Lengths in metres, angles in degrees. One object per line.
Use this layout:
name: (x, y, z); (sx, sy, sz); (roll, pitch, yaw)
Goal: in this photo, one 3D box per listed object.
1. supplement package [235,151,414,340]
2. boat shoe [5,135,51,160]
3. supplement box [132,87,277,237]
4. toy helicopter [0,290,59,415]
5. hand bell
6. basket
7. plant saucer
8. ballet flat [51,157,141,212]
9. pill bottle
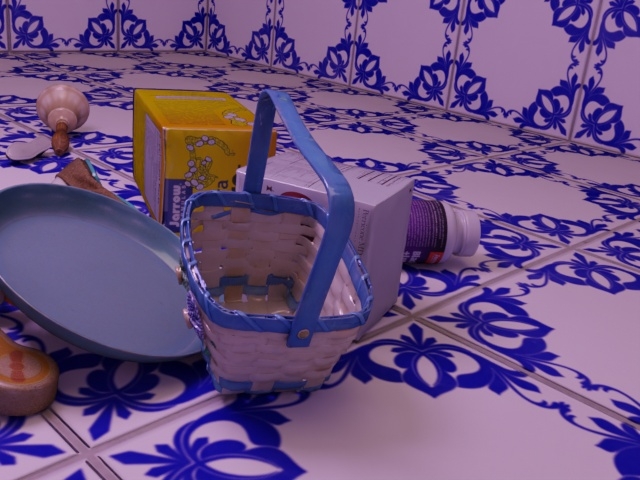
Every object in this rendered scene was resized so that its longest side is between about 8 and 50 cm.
supplement package: (0.000, 0.000, 0.984); (0.203, 0.194, 0.149); (15, 23, 23)
boat shoe: (-0.632, -0.191, 1.528); (0.046, 0.038, 0.125); (48, 28, -7)
supplement box: (-0.231, -0.157, 1.332); (0.195, 0.194, 0.356); (-3, 23, -22)
toy helicopter: (-0.410, 0.082, 0.803); (0.355, 0.140, 0.235); (30, 20, 25)
hand bell: (-0.608, -0.264, 1.670); (0.126, 0.126, 0.242); (-1, 33, -17)
basket: (-0.048, 0.013, 0.770); (0.201, 0.289, 0.255); (6, 31, -23)
plant saucer: (-0.260, 0.041, 0.866); (0.317, 0.044, 0.318); (31, 21, -13)
ballet flat: (-0.384, -0.044, 1.150); (0.124, 0.116, 0.342); (-26, 37, -23)
pill bottle: (0.163, -0.015, 1.193); (0.193, 0.108, 0.108); (2, 21, -11)
